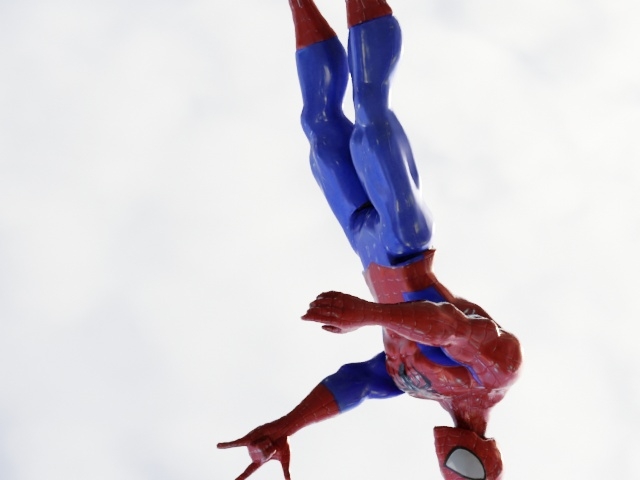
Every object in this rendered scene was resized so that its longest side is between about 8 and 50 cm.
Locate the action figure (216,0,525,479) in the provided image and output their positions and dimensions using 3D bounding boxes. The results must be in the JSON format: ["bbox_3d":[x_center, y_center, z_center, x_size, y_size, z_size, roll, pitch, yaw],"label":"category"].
[{"bbox_3d":[0.000,0.000,0.786,0.139,0.091,0.280,-27,-84,-31],"label":"action figure"}]
